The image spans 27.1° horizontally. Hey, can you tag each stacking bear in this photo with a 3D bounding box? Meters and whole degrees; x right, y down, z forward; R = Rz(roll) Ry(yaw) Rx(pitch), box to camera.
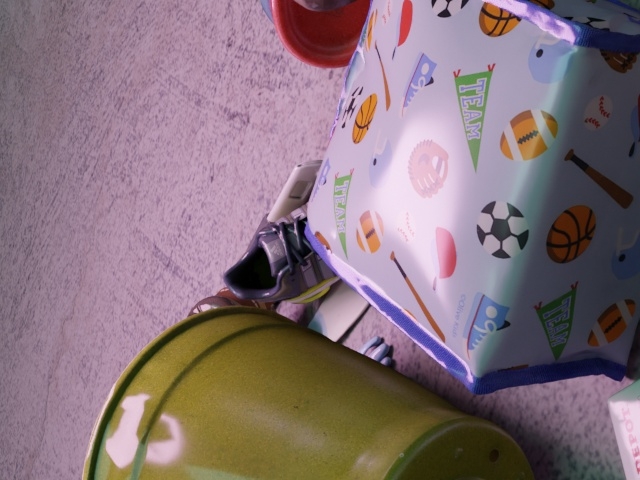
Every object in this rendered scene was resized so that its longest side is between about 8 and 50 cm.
[{"bbox_3d":[-0.010,-0.345,1.650,0.289,0.175,0.164,-112,39,-55],"label":"stacking bear"}]

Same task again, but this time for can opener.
[{"bbox_3d":[-0.045,0.004,1.708,0.280,0.074,0.093,-56,39,40],"label":"can opener"}]

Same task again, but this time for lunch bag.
[{"bbox_3d":[0.148,-0.091,1.223,0.385,0.239,0.327,36,116,49],"label":"lunch bag"}]

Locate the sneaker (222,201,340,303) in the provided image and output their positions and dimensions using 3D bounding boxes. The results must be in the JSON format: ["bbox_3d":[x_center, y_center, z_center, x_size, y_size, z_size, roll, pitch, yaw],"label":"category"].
[{"bbox_3d":[0.000,0.000,1.543,0.300,0.121,0.111,-42,71,42],"label":"sneaker"}]

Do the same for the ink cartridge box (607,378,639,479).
[{"bbox_3d":[0.325,0.151,0.998,0.208,0.087,0.153,-46,45,49],"label":"ink cartridge box"}]

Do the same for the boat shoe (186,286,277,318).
[{"bbox_3d":[-0.103,0.191,1.737,0.123,0.120,0.324,25,130,22],"label":"boat shoe"}]

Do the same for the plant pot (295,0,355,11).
[{"bbox_3d":[-0.018,-0.401,1.349,0.280,0.323,0.323,54,137,13],"label":"plant pot"}]

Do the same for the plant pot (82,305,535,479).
[{"bbox_3d":[0.014,0.265,1.316,0.353,0.367,0.366,6,89,48],"label":"plant pot"}]

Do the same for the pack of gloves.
[{"bbox_3d":[0.003,0.165,1.619,0.232,0.046,0.195,-61,35,34],"label":"pack of gloves"}]
